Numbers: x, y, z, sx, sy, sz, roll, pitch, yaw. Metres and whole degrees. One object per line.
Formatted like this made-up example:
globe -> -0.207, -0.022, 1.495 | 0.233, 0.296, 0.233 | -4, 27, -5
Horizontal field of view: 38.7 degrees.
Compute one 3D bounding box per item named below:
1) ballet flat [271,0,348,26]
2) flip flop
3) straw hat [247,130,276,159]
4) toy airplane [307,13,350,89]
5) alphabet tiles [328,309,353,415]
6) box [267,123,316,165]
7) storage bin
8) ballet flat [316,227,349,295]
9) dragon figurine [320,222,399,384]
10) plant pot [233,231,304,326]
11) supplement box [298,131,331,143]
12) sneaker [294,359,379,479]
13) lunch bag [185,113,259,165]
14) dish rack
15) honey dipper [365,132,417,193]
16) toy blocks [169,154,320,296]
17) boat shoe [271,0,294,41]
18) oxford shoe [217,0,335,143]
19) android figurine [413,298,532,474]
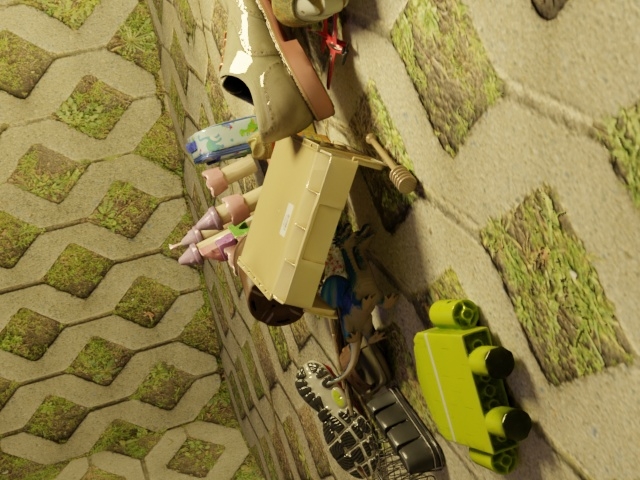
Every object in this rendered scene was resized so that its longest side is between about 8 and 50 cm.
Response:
ballet flat -> 0.005, -0.394, 1.303 | 0.348, 0.123, 0.123 | 112, 141, -60
flip flop -> 0.074, 0.240, 1.753 | 0.277, 0.080, 0.112 | 107, 145, -65
straw hat -> -0.112, -0.190, 1.810 | 0.144, 0.061, 0.144 | 166, 90, -75
toy airplane -> 0.017, -0.324, 1.491 | 0.151, 0.028, 0.151 | 174, 90, -69
alphabet tiles -> 0.043, 0.229, 1.874 | 0.198, 0.009, 0.237 | -86, -16, -74
box -> -0.059, -0.182, 1.859 | 0.232, 0.058, 0.087 | 146, 108, -75
storage bin -> -0.018, -0.037, 1.522 | 0.260, 0.123, 0.262 | 38, 111, 66
ballet flat -> 0.000, 0.000, 1.794 | 0.091, 0.077, 0.241 | -176, 72, -75
dragon figurine -> 0.056, 0.108, 1.609 | 0.144, 0.085, 0.289 | 53, 139, 47
plant pot -> -0.089, 0.078, 1.842 | 0.165, 0.167, 0.167 | -105, 7, -59
supplement box -> -0.046, -0.088, 1.719 | 0.233, 0.078, 0.080 | -67, 29, 29
sneaker -> 0.054, 0.379, 1.982 | 0.279, 0.107, 0.118 | 61, -166, 15
lunch bag -> -0.228, -0.238, 2.193 | 0.219, 0.176, 0.090 | -179, 74, -74
dish rack -> 0.155, 0.431, 1.679 | 0.208, 0.074, 0.271 | -126, 23, -56
honey dipper -> 0.101, -0.123, 1.390 | 0.160, 0.030, 0.030 | -122, 22, -51
toy blocks -> -0.193, 0.015, 2.046 | 0.309, 0.260, 0.288 | 68, 171, -25
boat shoe -> -0.099, -0.399, 1.719 | 0.117, 0.097, 0.324 | -13, 97, 35
oxford shoe -> -0.125, -0.333, 1.544 | 0.397, 0.146, 0.140 | 60, -178, 31
android figurine -> 0.205, 0.204, 1.287 | 0.273, 0.056, 0.248 | 158, 96, -75
